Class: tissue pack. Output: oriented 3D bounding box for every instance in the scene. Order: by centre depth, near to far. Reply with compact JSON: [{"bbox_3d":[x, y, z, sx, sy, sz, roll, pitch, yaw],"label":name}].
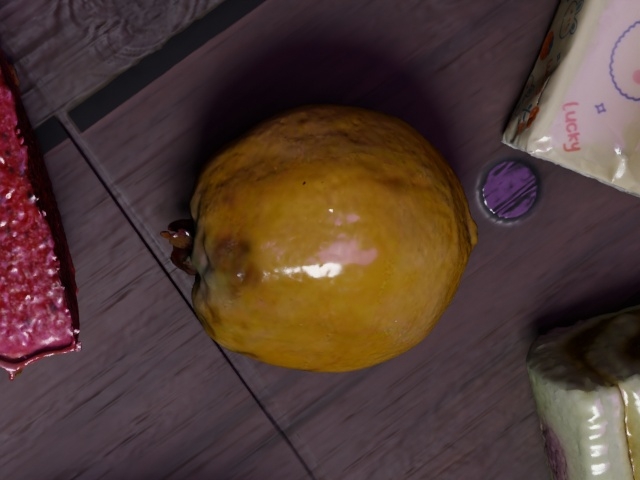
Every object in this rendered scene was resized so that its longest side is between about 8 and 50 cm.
[{"bbox_3d":[0.242,-0.135,1.453,0.148,0.092,0.196,20,95,-18],"label":"tissue pack"}]

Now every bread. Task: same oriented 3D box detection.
[{"bbox_3d":[0.277,0.221,1.503,0.187,0.155,0.338,-15,107,-4],"label":"bread"}]

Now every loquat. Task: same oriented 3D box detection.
[{"bbox_3d":[0.000,0.000,1.378,0.234,0.176,0.187,0,84,-18],"label":"loquat"}]

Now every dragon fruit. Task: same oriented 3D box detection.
[{"bbox_3d":[-0.267,-0.031,1.324,0.161,0.126,0.274,-18,90,-4],"label":"dragon fruit"}]
